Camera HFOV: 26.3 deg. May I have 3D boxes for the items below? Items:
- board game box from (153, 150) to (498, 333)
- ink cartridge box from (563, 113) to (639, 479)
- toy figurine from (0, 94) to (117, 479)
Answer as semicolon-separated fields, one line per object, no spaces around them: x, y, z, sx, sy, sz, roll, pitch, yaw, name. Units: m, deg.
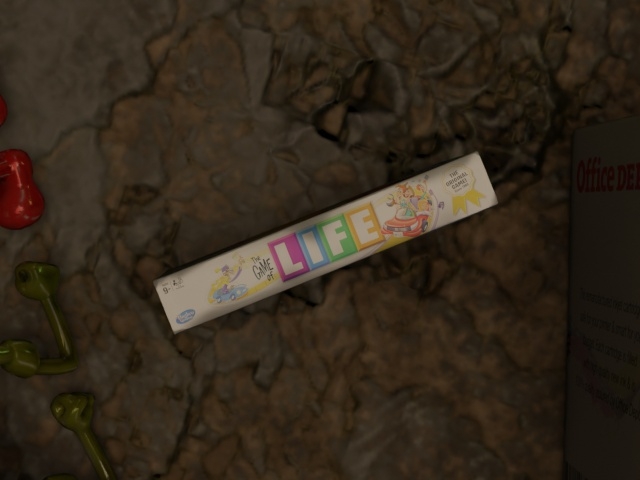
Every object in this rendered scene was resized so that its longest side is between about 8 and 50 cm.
0.000;0.000;0.647;0.154;0.103;0.026;-22;92;-3;board game box
0.225;0.077;0.614;0.197;0.198;0.270;1;92;-3;ink cartridge box
-0.271;0.007;0.643;0.217;0.191;0.362;-12;100;27;toy figurine
